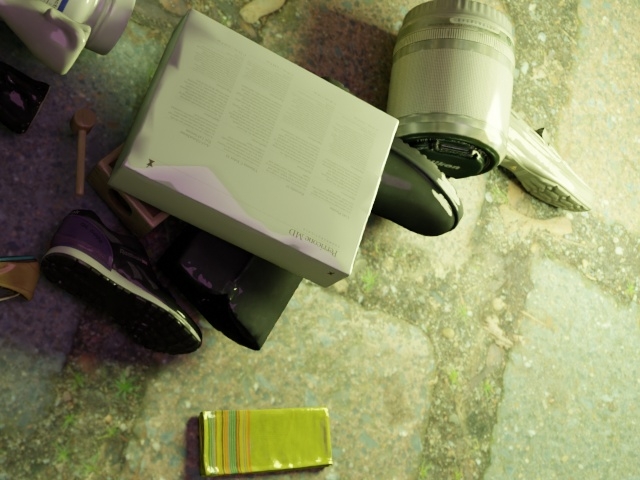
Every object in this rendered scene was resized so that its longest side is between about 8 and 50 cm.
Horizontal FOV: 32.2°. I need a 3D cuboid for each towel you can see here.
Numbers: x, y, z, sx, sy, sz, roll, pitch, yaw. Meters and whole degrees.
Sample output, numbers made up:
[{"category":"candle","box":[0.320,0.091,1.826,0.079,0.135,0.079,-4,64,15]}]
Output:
[{"category":"towel","box":[-0.085,0.320,1.775,0.237,0.021,0.102,3,79,-32]}]

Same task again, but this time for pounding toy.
[{"category":"pounding toy","box":[-0.307,-0.107,1.684,0.181,0.094,0.206,-43,96,-27]}]

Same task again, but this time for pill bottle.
[{"category":"pill bottle","box":[-0.417,-0.381,1.630,0.272,0.152,0.152,24,68,-27]}]

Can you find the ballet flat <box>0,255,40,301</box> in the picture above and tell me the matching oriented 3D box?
[{"category":"ballet flat","box":[-0.501,0.054,1.535,0.232,0.080,0.073,3,90,-31]}]

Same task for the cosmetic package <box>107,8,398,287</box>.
[{"category":"cosmetic package","box":[-0.093,-0.135,1.686,0.377,0.097,0.284,27,63,-17]}]

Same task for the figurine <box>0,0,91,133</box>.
[{"category":"figurine","box":[-0.458,-0.281,1.557,0.209,0.215,0.092,32,38,-19]}]

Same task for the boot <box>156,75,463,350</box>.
[{"category":"boot","box":[-0.002,-0.001,1.814,0.367,0.146,0.445,40,58,-8]}]

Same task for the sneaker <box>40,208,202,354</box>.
[{"category":"sneaker","box":[-0.274,0.057,1.663,0.283,0.107,0.124,42,44,-29]}]

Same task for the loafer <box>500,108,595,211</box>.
[{"category":"loafer","box":[0.414,-0.166,2.137,0.319,0.112,0.111,35,72,-21]}]

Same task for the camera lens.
[{"category":"camera lens","box":[0.230,-0.261,1.973,0.219,0.219,0.274,18,71,-28]}]
